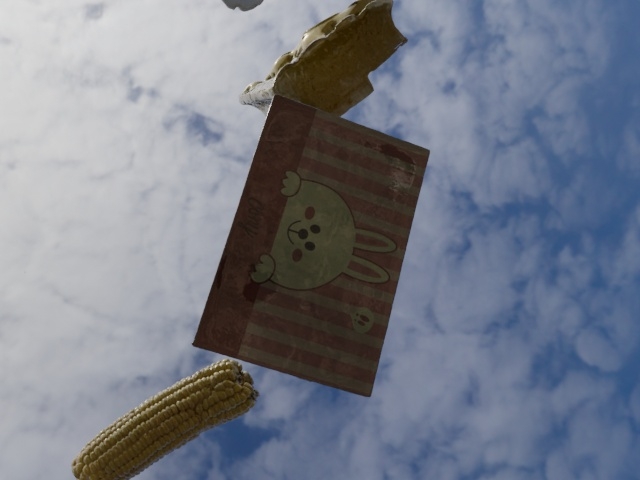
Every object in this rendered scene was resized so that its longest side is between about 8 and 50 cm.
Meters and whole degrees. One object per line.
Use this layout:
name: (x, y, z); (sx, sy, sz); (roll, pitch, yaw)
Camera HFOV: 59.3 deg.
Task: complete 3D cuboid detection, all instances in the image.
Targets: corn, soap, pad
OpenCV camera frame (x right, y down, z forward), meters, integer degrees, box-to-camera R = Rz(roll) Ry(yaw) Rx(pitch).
corn: (-0.235, 0.282, 0.859); (0.291, 0.101, 0.101); (-30, -79, -14)
soap: (-0.006, -0.367, 1.222); (0.304, 0.338, 0.169); (-40, -70, -8)
pad: (0.000, 0.000, 0.625); (0.202, 0.005, 0.300); (18, -104, -7)

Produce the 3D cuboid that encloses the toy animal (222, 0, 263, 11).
toy animal: (-0.199, -0.670, 1.355); (0.127, 0.178, 0.193); (-5, -107, -23)
